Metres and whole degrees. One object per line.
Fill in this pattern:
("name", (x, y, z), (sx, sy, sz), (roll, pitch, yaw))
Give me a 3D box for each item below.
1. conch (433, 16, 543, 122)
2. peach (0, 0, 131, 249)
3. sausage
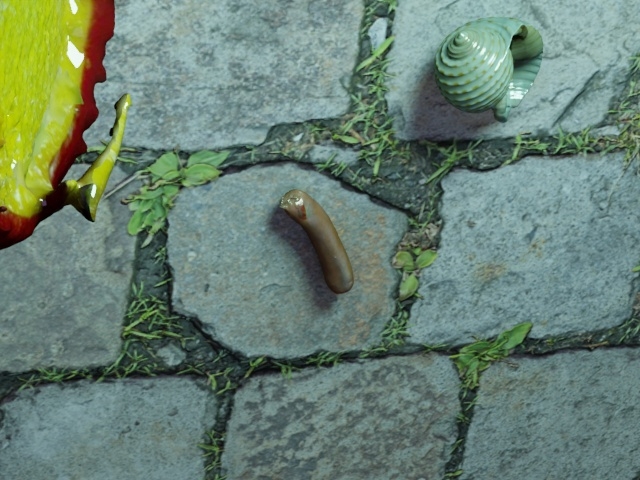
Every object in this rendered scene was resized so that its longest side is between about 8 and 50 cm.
("conch", (0.197, -0.212, 2.021), (0.135, 0.102, 0.153), (-44, 162, 2))
("peach", (-0.361, -0.175, 1.570), (0.310, 0.406, 0.335), (-4, 149, 17))
("sausage", (0.000, 0.001, 2.152), (0.047, 0.040, 0.177), (-22, 131, 7))
